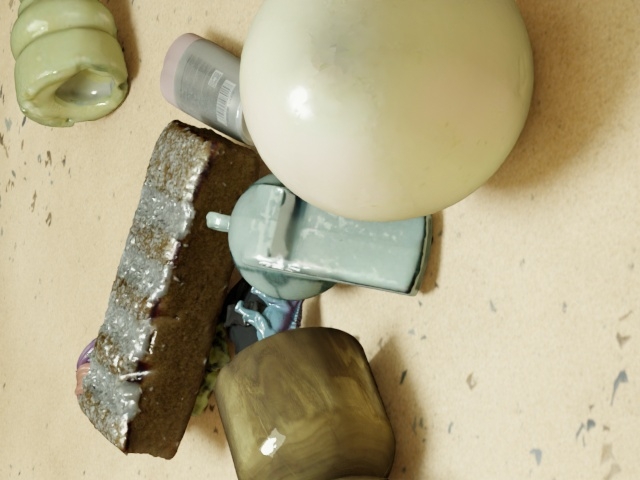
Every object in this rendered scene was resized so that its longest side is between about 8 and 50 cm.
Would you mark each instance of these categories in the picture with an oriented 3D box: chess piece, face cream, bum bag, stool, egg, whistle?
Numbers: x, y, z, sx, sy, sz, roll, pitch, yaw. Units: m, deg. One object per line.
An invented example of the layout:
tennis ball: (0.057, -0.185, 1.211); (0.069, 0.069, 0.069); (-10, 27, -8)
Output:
chess piece: (-0.426, -0.407, 2.419); (0.234, 0.234, 0.442); (-41, 55, 47)
face cream: (-0.135, -0.203, 2.027); (0.269, 0.073, 0.107); (33, 108, 55)
bum bag: (-0.078, 0.136, 1.880); (0.123, 0.060, 0.248); (-56, 40, 35)
stool: (0.000, 0.246, 1.621); (0.179, 0.179, 0.264); (-55, 41, 37)
egg: (0.059, -0.156, 1.473); (0.283, 0.345, 0.283); (6, 105, 22)
whistle: (0.000, 0.000, 1.734); (0.290, 0.163, 0.163); (11, 94, 21)

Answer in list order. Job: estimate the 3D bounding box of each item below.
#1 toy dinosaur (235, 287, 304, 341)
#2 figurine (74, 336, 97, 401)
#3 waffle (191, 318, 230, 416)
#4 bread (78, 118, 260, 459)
toy dinosaur: (-0.059, 0.098, 1.806); (0.080, 0.045, 0.197); (31, 79, 20)
figurine: (-0.291, 0.216, 2.157); (0.126, 0.114, 0.157); (82, 170, -62)
waffle: (-0.187, 0.143, 2.057); (0.204, 0.054, 0.223); (-47, 45, 34)
bread: (-0.195, 0.058, 1.946); (0.165, 0.113, 0.416); (22, 97, 58)
